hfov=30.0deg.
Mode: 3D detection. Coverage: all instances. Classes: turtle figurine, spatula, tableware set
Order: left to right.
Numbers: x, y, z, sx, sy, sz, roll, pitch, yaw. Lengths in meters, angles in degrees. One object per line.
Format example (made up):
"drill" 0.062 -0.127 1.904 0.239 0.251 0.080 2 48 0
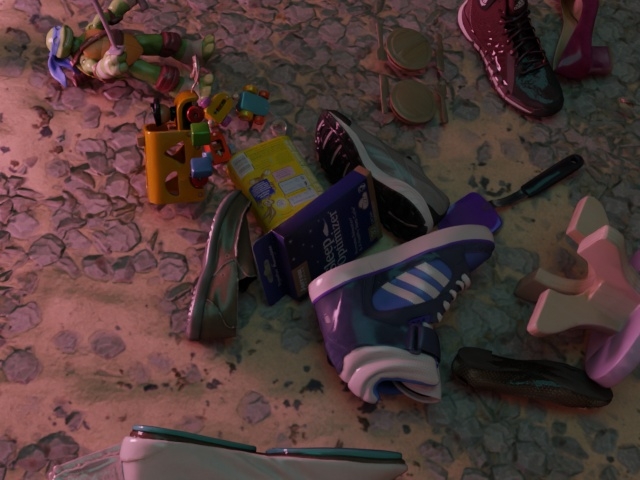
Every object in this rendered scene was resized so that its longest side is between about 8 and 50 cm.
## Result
"turtle figurine" -0.289 -0.335 1.929 0.266 0.275 0.198 15 22 -25
"tableware set" 0.152 -0.282 2.080 0.128 0.039 0.194 7 63 -18
"spatula" 0.323 -0.075 1.981 0.296 0.030 0.084 -28 65 -23

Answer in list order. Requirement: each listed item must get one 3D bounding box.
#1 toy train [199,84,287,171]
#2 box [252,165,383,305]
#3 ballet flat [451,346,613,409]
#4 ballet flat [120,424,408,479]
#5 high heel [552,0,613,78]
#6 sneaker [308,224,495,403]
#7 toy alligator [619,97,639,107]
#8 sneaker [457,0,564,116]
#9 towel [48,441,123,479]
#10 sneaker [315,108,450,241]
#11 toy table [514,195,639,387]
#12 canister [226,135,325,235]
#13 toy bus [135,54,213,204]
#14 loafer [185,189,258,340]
"toy train" -0.142 -0.187 1.974 0.166 0.046 0.125 -26 94 -33
"box" 0.000 0.000 1.826 0.225 0.136 0.036 -37 46 -25
"ballet flat" 0.316 0.216 1.794 0.249 0.058 0.084 12 22 -7
"ballet flat" -0.077 0.331 1.613 0.400 0.139 0.139 9 57 -19
"high heel" 0.446 -0.402 2.173 0.117 0.082 0.244 -3 72 -22
"sneaker" 0.157 0.126 1.790 0.322 0.130 0.236 -17 71 -22
"toy alligator" 0.614 -0.210 2.100 0.189 0.056 0.051 9 98 -3
"sneaker" 0.340 -0.357 2.079 0.106 0.162 0.281 -24 65 -21
"towel" -0.240 0.400 1.595 0.187 0.049 0.282 -20 64 -19
"sneaker" 0.096 -0.113 1.943 0.271 0.100 0.108 45 49 14
"toy table" 0.422 0.069 1.805 0.161 0.252 0.274 33 49 -8
"canister" -0.060 -0.075 1.900 0.126 0.073 0.170 -23 63 -20
"toy bus" -0.233 -0.154 1.851 0.104 0.191 0.202 -5 60 -12
"loafer" -0.137 0.043 1.812 0.087 0.094 0.251 14 67 -4
